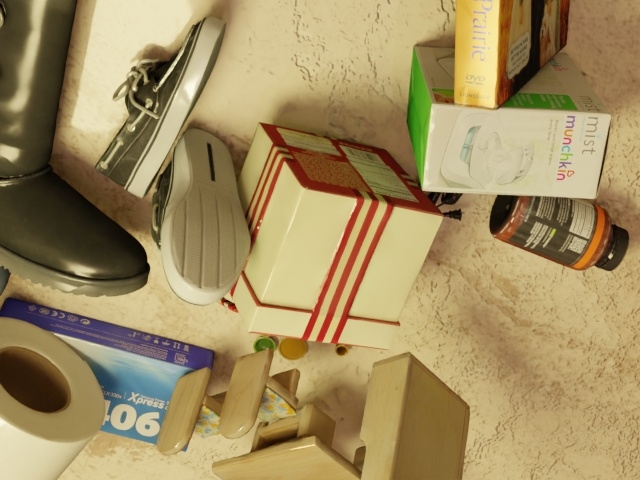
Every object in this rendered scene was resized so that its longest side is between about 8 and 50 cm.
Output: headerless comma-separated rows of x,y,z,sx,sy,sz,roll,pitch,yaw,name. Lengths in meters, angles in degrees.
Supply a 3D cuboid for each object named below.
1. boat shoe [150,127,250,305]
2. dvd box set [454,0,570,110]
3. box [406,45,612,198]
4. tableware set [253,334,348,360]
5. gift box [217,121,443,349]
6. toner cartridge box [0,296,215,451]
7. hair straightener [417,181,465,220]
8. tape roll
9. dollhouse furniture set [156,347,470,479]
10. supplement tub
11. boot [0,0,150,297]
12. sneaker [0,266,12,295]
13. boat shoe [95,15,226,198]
-0.175,-0.015,1.502,0.121,0.335,0.119,24,125,-21,boat shoe
0.248,-0.406,1.324,0.062,0.307,0.420,11,119,25,dvd box set
0.244,-0.163,1.462,0.231,0.262,0.126,3,116,-1,box
-0.029,0.157,1.751,0.154,0.024,0.104,9,116,-6,tableware set
0.000,0.000,1.555,0.255,0.276,0.258,12,113,-21,gift box
-0.360,0.219,1.750,0.348,0.075,0.165,15,114,-8,toner cartridge box
0.184,-0.070,1.635,0.089,0.047,0.230,29,108,-14,hair straightener
-0.464,0.256,1.589,0.246,0.246,0.169,35,110,-17,tape roll
0.005,0.357,1.596,0.394,0.256,0.362,-22,129,36,dollhouse furniture set
0.361,-0.019,1.623,0.198,0.106,0.106,22,114,-11,supplement tub
-0.374,-0.175,1.482,0.367,0.146,0.445,19,114,8,boot
-0.591,0.067,1.660,0.319,0.131,0.112,-9,125,29,sneaker
-0.233,-0.199,1.524,0.105,0.113,0.306,29,128,-8,boat shoe
